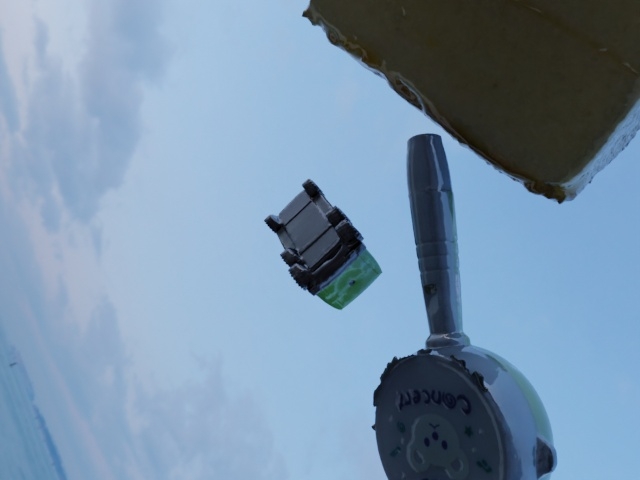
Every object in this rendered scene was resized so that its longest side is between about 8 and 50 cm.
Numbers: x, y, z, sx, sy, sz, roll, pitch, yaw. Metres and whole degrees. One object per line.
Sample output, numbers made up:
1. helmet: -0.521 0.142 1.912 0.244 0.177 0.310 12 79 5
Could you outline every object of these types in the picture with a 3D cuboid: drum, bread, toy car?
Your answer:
1. drum: 0.093 0.057 0.357 0.130 0.049 0.253 8 -86 52
2. bread: 0.178 -0.207 0.467 0.279 0.279 0.207 43 -51 20
3. toy car: 0.000 0.000 0.552 0.062 0.071 0.165 45 5 -30
